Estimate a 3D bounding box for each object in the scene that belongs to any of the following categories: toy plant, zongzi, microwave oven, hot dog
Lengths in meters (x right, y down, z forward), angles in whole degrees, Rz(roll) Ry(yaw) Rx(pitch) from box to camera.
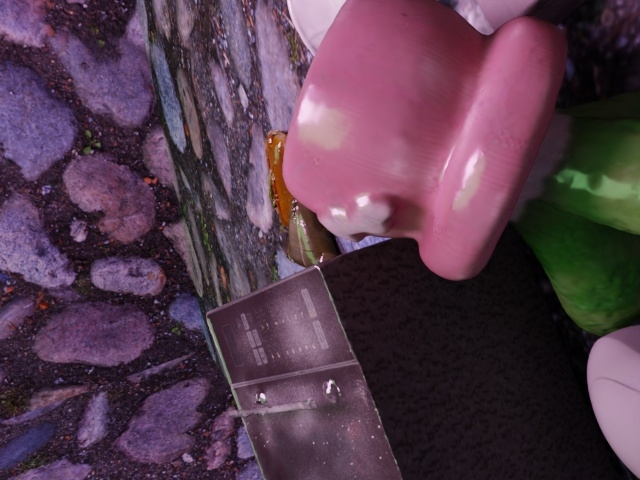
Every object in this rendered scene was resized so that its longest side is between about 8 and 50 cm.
[{"bbox_3d":[0.156,-0.052,0.481,0.317,0.357,0.210,98,-172,-65],"label":"toy plant"},{"bbox_3d":[0.000,0.000,1.177,0.176,0.079,0.160,32,135,43],"label":"zongzi"},{"bbox_3d":[0.123,0.215,0.654,0.236,0.375,0.431,-26,84,49],"label":"microwave oven"},{"bbox_3d":[-0.084,-0.132,1.284,0.092,0.062,0.235,33,136,53],"label":"hot dog"}]

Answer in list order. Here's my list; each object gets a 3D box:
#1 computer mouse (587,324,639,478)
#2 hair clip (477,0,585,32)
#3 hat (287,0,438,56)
[{"bbox_3d":[0.323,0.140,0.417,0.184,0.121,0.297,62,157,-8],"label":"computer mouse"},{"bbox_3d":[0.145,-0.355,0.546,0.330,0.101,0.085,67,153,10],"label":"hair clip"},{"bbox_3d":[0.066,-0.312,0.698,0.126,0.203,0.203,10,117,44],"label":"hat"}]
